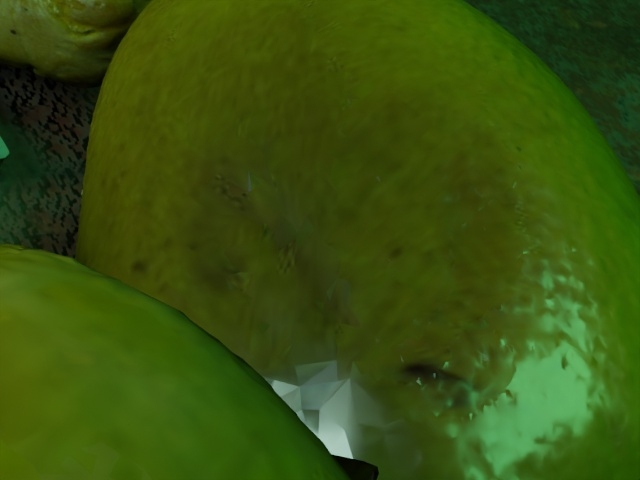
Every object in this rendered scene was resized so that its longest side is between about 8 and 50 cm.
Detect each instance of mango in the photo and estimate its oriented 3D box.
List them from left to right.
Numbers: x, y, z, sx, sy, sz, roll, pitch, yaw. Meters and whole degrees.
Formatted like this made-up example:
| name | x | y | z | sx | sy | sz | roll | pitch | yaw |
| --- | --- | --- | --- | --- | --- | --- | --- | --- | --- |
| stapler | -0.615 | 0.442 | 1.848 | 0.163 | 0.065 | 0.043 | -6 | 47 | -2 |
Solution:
| name | x | y | z | sx | sy | sz | roll | pitch | yaw |
| --- | --- | --- | --- | --- | --- | --- | --- | --- | --- |
| mango | 0.005 | 0.038 | 0.739 | 0.220 | 0.301 | 0.445 | 39 | 20 | -46 |

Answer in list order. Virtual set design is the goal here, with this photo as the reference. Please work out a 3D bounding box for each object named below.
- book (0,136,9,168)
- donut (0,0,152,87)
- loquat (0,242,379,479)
| name | x | y | z | sx | sy | sz | roll | pitch | yaw |
| --- | --- | --- | --- | --- | --- | --- | --- | --- | --- |
| book | -0.244 | -0.067 | 0.857 | 0.135 | 0.017 | 0.103 | -11 | 56 | -44 |
| donut | -0.180 | -0.206 | 0.876 | 0.261 | 0.208 | 0.128 | 21 | 45 | -4 |
| loquat | -0.114 | 0.178 | 0.430 | 0.328 | 0.328 | 0.359 | 42 | 62 | 6 |
